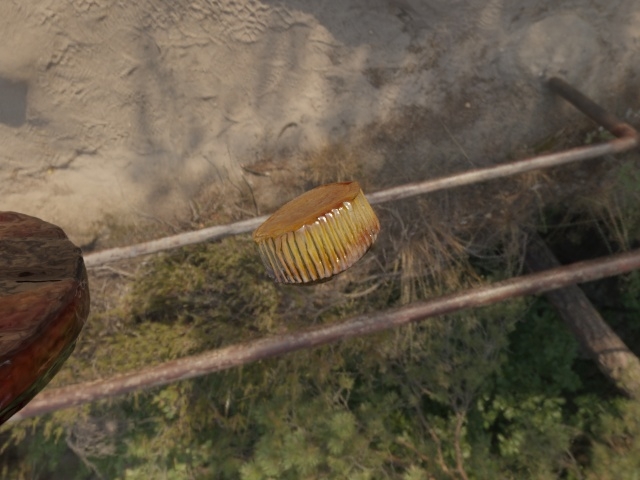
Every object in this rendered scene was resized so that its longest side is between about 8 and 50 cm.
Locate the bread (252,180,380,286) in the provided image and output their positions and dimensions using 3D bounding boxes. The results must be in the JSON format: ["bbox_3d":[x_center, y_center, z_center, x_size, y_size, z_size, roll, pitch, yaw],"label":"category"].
[{"bbox_3d":[0.000,0.000,0.354,0.085,0.085,0.053,-27,107,0],"label":"bread"}]

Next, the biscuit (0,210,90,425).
[{"bbox_3d":[-0.428,0.086,0.488,0.406,0.407,0.091,-8,121,-19],"label":"biscuit"}]
